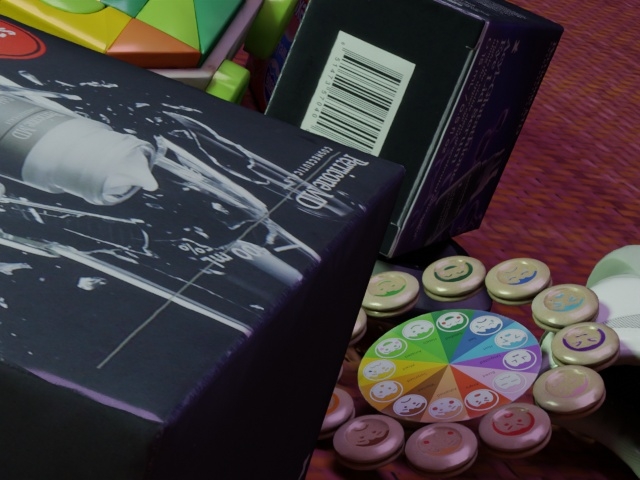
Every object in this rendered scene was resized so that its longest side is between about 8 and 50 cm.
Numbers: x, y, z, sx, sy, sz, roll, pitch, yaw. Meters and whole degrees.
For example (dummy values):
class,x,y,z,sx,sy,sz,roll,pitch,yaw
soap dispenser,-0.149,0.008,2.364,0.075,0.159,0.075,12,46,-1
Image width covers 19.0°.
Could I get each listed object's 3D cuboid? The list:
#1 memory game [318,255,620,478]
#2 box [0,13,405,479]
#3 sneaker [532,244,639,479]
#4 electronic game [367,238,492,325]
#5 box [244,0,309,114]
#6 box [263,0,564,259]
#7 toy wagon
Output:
class,x,y,z,sx,sy,sz,roll,pitch,yaw
memory game,0.066,0.062,1.011,0.186,0.012,0.186,-8,33,5
box,-0.167,0.032,0.784,0.312,0.179,0.343,22,21,8
sneaker,0.262,0.125,1.011,0.330,0.122,0.146,22,34,21
electronic game,0.000,0.000,1.193,0.229,0.048,0.229,21,13,-5
box,0.029,-0.136,1.458,0.123,0.128,0.257,11,21,-15
box,0.055,-0.086,1.180,0.108,0.153,0.207,26,14,16
toy wagon,-0.145,-0.202,1.299,0.267,0.068,0.344,27,37,-1
